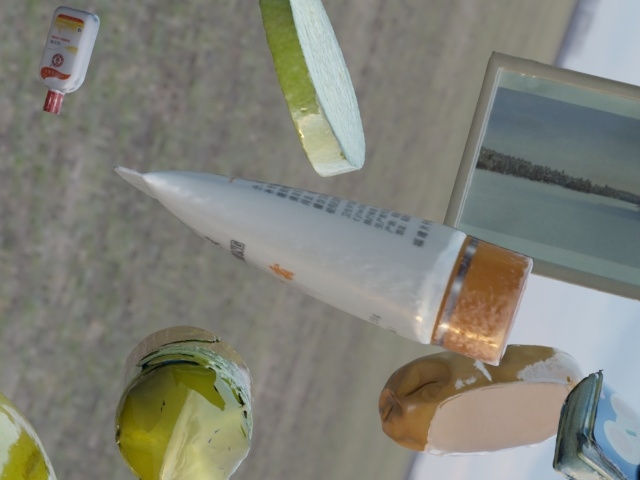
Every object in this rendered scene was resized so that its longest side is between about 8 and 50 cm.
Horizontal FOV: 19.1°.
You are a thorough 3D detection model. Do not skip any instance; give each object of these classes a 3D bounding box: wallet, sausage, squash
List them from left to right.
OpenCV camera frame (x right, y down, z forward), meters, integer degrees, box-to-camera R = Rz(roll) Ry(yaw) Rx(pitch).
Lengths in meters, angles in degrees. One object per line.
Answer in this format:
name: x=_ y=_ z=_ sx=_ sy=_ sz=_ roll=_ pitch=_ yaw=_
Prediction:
squash: x=-0.013 y=-0.191 z=2.069 sx=0.252 sy=0.048 sz=0.252 roll=-17 pitch=90 yaw=-79
sausage: x=0.185 y=0.179 z=2.142 sx=0.136 sy=0.241 sz=0.120 roll=-135 pitch=-139 yaw=-69
wallet: x=0.306 y=0.226 z=1.777 sx=0.059 sy=0.202 sz=0.141 roll=-44 pitch=-170 yaw=27

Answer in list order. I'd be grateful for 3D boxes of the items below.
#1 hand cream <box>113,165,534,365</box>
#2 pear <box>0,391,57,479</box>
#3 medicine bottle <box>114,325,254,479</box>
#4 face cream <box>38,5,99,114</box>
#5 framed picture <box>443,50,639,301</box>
hand cream: x=0.000 y=0.000 z=1.416 sx=0.140 sy=0.314 sz=0.089 roll=44 pitch=67 yaw=-78
pear: x=-0.347 y=0.238 z=1.531 sx=0.336 sy=0.284 sz=0.285 roll=-90 pitch=-162 yaw=-71
medicine bottle: x=-0.118 y=0.144 z=1.641 sx=0.239 sy=0.124 sz=0.124 roll=-136 pitch=-114 yaw=-84
face cream: x=-0.200 y=-0.140 z=1.489 sx=0.021 sy=0.040 sz=0.083 roll=12 pitch=93 yaw=-68
framed picture: x=0.280 y=-0.055 z=1.896 sx=0.016 sy=0.289 sz=0.213 roll=28 pitch=77 yaw=-75
